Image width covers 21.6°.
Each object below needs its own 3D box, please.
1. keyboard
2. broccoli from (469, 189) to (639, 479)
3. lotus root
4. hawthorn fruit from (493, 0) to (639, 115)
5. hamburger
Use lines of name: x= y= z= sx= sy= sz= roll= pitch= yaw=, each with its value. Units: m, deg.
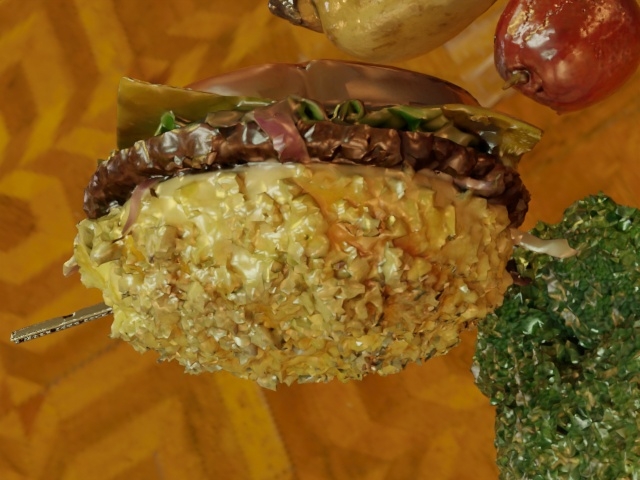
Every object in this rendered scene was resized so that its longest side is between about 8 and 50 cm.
keyboard: x=-0.250 y=0.081 z=1.709 sx=0.129 sy=0.049 sz=0.015 roll=-18 pitch=84 yaw=6
broccoli: x=0.247 y=0.128 z=0.980 sx=0.413 sy=0.321 sz=0.310 roll=-112 pitch=31 yaw=-50
lotus root: x=0.052 y=-0.199 z=1.262 sx=0.221 sy=0.118 sz=0.125 roll=-22 pitch=82 yaw=45
hawthorn fruit: x=0.234 y=-0.188 z=1.634 sx=0.148 sy=0.148 sz=0.172 roll=20 pitch=49 yaw=34
hamburger: x=0.000 y=0.000 z=0.854 sx=0.261 sy=0.243 sz=0.139 roll=-2 pitch=75 yaw=-3
